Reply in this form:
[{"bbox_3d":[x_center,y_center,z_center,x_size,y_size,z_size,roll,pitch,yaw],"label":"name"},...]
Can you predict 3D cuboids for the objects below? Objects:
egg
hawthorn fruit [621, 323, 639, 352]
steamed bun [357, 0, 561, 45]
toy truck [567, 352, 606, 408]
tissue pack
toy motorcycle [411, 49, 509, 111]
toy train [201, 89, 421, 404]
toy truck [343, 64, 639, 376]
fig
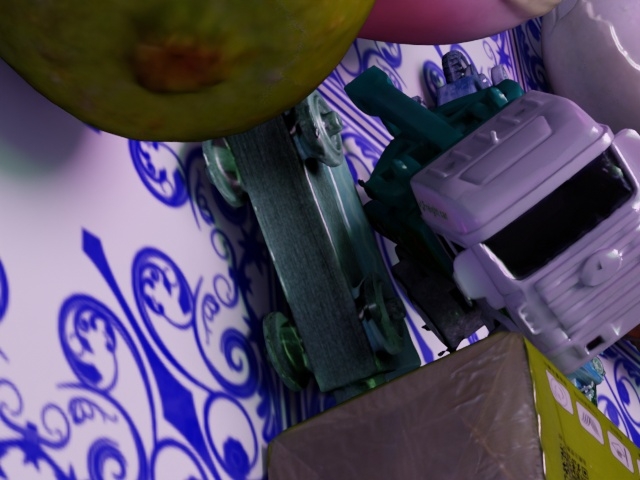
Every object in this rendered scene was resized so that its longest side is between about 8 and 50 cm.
[{"bbox_3d":[0.383,-0.223,1.828,0.336,0.278,0.278,-6,73,-67],"label":"egg"},{"bbox_3d":[0.389,0.011,1.674,0.199,0.251,0.199,49,12,-14],"label":"hawthorn fruit"},{"bbox_3d":[0.077,-0.279,1.346,0.309,0.309,0.309,43,34,-38],"label":"steamed bun"},{"bbox_3d":[0.201,0.147,1.424,0.081,0.067,0.175,39,39,-33],"label":"toy truck"},{"bbox_3d":[0.122,0.215,1.052,0.274,0.200,0.167,43,32,-37],"label":"tissue pack"},{"bbox_3d":[0.144,-0.078,1.482,0.254,0.092,0.136,-86,152,-60],"label":"toy motorcycle"},{"bbox_3d":[0.000,0.000,1.143,0.159,0.101,0.248,9,60,-75],"label":"toy train"},{"bbox_3d":[0.121,-0.023,1.178,0.178,0.176,0.363,54,-5,-19],"label":"toy truck"},{"bbox_3d":[-0.096,-0.212,0.967,0.258,0.258,0.326,39,22,-42],"label":"fig"}]
